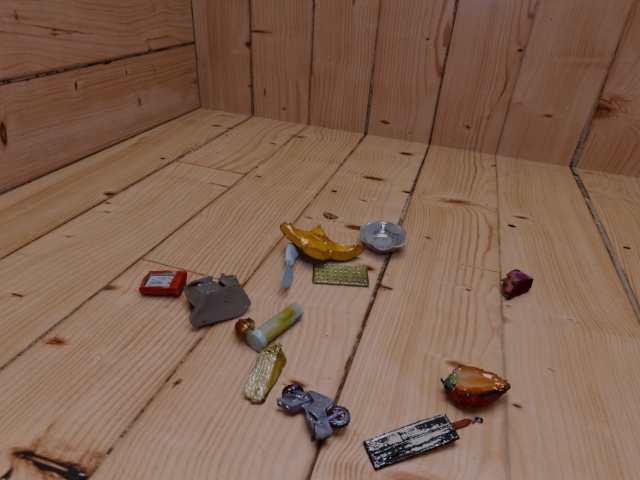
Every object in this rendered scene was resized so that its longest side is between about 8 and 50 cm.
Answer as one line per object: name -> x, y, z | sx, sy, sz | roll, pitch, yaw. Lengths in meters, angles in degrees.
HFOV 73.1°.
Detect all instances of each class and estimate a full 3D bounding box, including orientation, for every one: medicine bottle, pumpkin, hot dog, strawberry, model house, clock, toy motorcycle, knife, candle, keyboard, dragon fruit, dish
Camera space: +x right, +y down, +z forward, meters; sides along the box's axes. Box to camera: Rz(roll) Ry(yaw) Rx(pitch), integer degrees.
medicine bottle -> -0.149, 0.290, 1.471 | 0.073, 0.074, 0.218 | 24, 35, 29
pumpkin -> -0.002, 0.010, 1.881 | 0.290, 0.095, 0.258 | 32, 23, 36
hot dog -> -0.256, 0.281, 1.440 | 0.062, 0.038, 0.144 | -28, 5, -21
strawberry -> 0.451, 0.440, 1.280 | 0.192, 0.085, 0.140 | -9, 26, -29
model house -> -0.386, 0.197, 1.550 | 0.229, 0.123, 0.188 | -13, 31, -32
clock -> -0.594, 0.165, 1.634 | 0.154, 0.061, 0.113 | 1, 32, 2
toy motorcycle -> -0.029, 0.474, 1.186 | 0.215, 0.080, 0.122 | 16, 31, 28
knife -> -0.125, 0.112, 1.752 | 0.044, 0.080, 0.331 | -15, 27, 11
candle -> 0.383, 0.516, 1.210 | 0.167, 0.021, 0.026 | -8, 34, -17
keyboard -> 0.242, 0.531, 1.152 | 0.250, 0.017, 0.087 | -14, 35, -13
dragon fruit -> 0.777, 0.166, 1.745 | 0.147, 0.102, 0.096 | -6, 39, -33
dish -> 0.283, 0.000, 1.974 | 0.229, 0.081, 0.229 | 2, 35, -1

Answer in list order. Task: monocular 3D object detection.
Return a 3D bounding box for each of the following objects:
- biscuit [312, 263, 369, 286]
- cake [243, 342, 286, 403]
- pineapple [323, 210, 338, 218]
biscuit -> 0.082, 0.142, 1.780 | 0.231, 0.016, 0.139 | 3, 32, 0
cake -> -0.166, 0.407, 1.315 | 0.079, 0.116, 0.185 | 7, 63, 13
pineapple -> 0.045, -0.127, 2.206 | 0.083, 0.019, 0.045 | 24, 34, 24
